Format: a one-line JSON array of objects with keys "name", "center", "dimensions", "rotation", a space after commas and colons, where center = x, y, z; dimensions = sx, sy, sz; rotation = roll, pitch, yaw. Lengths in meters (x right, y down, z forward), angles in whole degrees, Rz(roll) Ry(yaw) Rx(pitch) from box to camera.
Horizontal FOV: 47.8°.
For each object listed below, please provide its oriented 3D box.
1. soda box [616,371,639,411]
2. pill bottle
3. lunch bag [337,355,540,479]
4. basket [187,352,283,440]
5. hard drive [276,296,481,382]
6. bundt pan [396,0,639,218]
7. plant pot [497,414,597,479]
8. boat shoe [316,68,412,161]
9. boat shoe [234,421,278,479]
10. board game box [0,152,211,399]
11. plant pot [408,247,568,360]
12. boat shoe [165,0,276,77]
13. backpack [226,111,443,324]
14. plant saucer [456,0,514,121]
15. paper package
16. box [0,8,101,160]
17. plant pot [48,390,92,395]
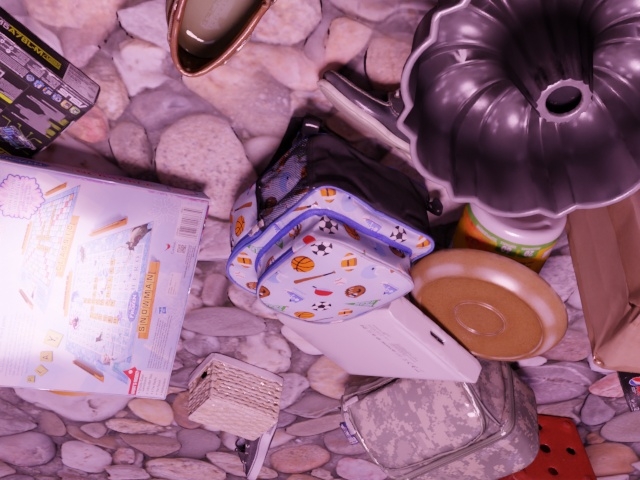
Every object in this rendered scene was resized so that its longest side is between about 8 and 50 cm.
[{"name": "soda box", "center": [0.603, 0.262, 1.381], "dimensions": [0.060, 0.053, 0.169], "rotation": [-18, 134, 19]}, {"name": "pill bottle", "center": [0.259, 0.027, 1.079], "dimensions": [0.136, 0.136, 0.246], "rotation": [6, 137, -5]}, {"name": "lunch bag", "center": [0.217, 0.322, 1.358], "dimensions": [0.305, 0.213, 0.256], "rotation": [-33, 111, 30]}, {"name": "basket", "center": [-0.170, 0.311, 1.420], "dimensions": [0.167, 0.103, 0.113], "rotation": [26, 131, -23]}, {"name": "hard drive", "center": [0.084, 0.162, 1.180], "dimensions": [0.203, 0.040, 0.307], "rotation": [40, 154, -24]}, {"name": "bundt pan", "center": [0.240, -0.180, 0.747], "dimensions": [0.330, 0.124, 0.331], "rotation": [1, 138, 1]}, {"name": "plant pot", "center": [0.434, 0.513, 1.522], "dimensions": [0.267, 0.267, 0.236], "rotation": [8, 125, -7]}, {"name": "boat shoe", "center": [0.101, -0.163, 0.943], "dimensions": [0.233, 0.084, 0.079], "rotation": [28, 93, -17]}, {"name": "boat shoe", "center": [-0.153, 0.458, 1.603], "dimensions": [0.076, 0.080, 0.229], "rotation": [22, 139, 4]}, {"name": "board game box", "center": [-0.347, 0.058, 1.026], "dimensions": [0.317, 0.066, 0.319], "rotation": [11, 101, -23]}, {"name": "plant pot", "center": [0.232, 0.104, 1.037], "dimensions": [0.236, 0.032, 0.236], "rotation": [19, 145, 14]}, {"name": "boat shoe", "center": [-0.073, -0.299, 0.752], "dimensions": [0.122, 0.120, 0.324], "rotation": [20, 134, -19]}, {"name": "backpack", "center": [0.000, 0.000, 1.021], "dimensions": [0.276, 0.213, 0.263], "rotation": [29, 141, -30]}, {"name": "plant saucer", "center": [0.314, -0.264, 0.806], "dimensions": [0.331, 0.084, 0.332], "rotation": [1, 137, 1]}, {"name": "paper package", "center": [0.507, 0.016, 0.934], "dimensions": [0.324, 0.310, 0.168], "rotation": [7, 141, -5]}, {"name": "box", "center": [-0.417, -0.196, 0.930], "dimensions": [0.184, 0.045, 0.190], "rotation": [-28, 130, 31]}, {"name": "plant pot", "center": [-0.383, 0.111, 1.161], "dimensions": [0.205, 0.205, 0.188], "rotation": [-2, 122, 4]}]
